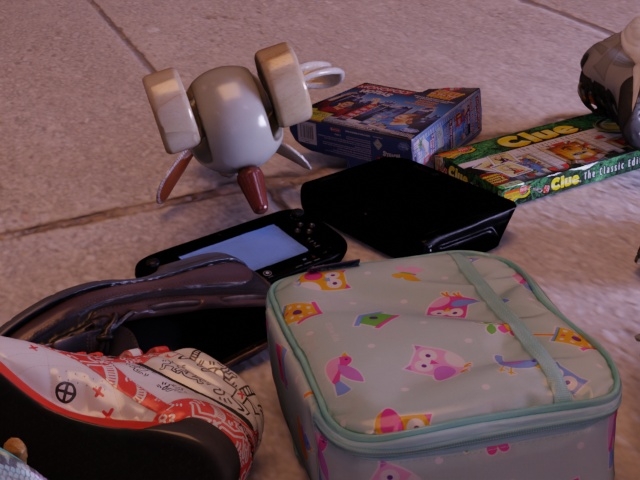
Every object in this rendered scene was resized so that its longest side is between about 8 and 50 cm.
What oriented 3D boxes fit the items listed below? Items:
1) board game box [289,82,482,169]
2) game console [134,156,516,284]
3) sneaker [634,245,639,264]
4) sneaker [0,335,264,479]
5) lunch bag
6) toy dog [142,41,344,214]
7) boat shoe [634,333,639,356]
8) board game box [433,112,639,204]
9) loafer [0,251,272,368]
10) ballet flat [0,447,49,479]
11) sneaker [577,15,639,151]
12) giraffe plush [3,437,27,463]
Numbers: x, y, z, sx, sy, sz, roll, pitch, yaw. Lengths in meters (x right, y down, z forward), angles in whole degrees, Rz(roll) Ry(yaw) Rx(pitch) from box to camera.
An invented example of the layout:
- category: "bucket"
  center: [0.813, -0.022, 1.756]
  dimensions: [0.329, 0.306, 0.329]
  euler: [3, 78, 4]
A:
- category: "board game box"
  center: [0.097, -0.139, 1.468]
  dimensions: [0.194, 0.060, 0.194]
  euler: [17, 31, 40]
- category: "game console"
  center: [0.000, 0.000, 1.200]
  dimensions: [0.361, 0.044, 0.213]
  euler: [-20, 28, -29]
- category: "sneaker"
  center: [0.356, -0.007, 1.146]
  dimensions: [0.073, 0.063, 0.162]
  euler: [28, 41, 23]
- category: "sneaker"
  center: [-0.172, 0.115, 0.863]
  dimensions: [0.270, 0.090, 0.145]
  euler: [17, 14, 8]
- category: "lunch bag"
  center: [0.084, 0.097, 0.889]
  dimensions: [0.224, 0.107, 0.279]
  euler: [-10, 25, -9]
- category: "toy dog"
  center: [-0.086, -0.099, 1.299]
  dimensions: [0.220, 0.161, 0.334]
  euler: [-15, -1, 13]
- category: "boat shoe"
  center: [0.283, 0.065, 0.899]
  dimensions: [0.121, 0.119, 0.335]
  euler: [32, 29, -3]
- category: "board game box"
  center: [0.273, -0.098, 1.380]
  dimensions: [0.260, 0.030, 0.136]
  euler: [-16, 25, -23]
- category: "loafer"
  center: [-0.146, 0.087, 0.969]
  dimensions: [0.095, 0.109, 0.302]
  euler: [22, 32, 38]
- category: "ballet flat"
  center: [-0.171, 0.173, 0.687]
  dimensions: [0.077, 0.221, 0.079]
  euler: [-37, 34, 24]
- category: "sneaker"
  center: [0.349, -0.166, 1.392]
  dimensions: [0.108, 0.100, 0.271]
  euler: [-23, 21, 21]
- category: "giraffe plush"
  center: [-0.292, 0.191, 0.739]
  dimensions: [0.210, 0.181, 0.170]
  euler: [30, 37, -7]
